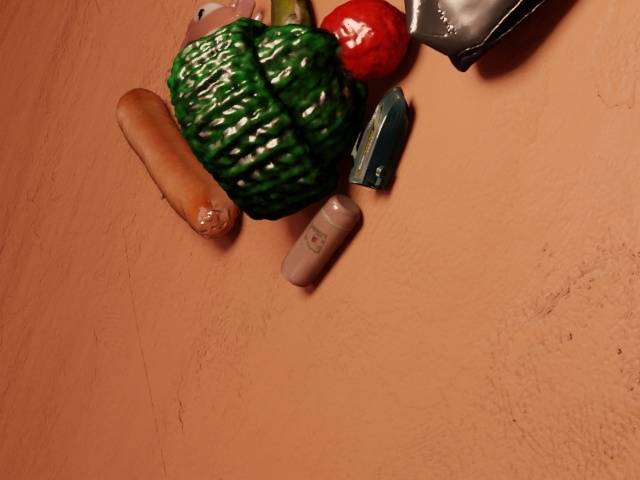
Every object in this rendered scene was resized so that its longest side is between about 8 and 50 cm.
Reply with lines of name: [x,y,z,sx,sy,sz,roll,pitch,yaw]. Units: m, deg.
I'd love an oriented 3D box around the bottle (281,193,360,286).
bottle: [0.000,0.000,1.946,0.140,0.053,0.053,-53,41,26]

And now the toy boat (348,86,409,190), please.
toy boat: [0.082,-0.137,1.883,0.060,0.055,0.141,27,100,47]

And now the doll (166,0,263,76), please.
doll: [-0.159,-0.283,2.226,0.211,0.093,0.262,-48,41,23]

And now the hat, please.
hat: [-0.017,-0.197,1.914,0.332,0.274,0.242,-30,48,12]

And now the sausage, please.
sausage: [-0.232,-0.124,2.272,0.419,0.094,0.094,49,132,49]

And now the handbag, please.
handbag: [0.215,-0.403,1.743,0.288,0.152,0.342,-33,53,28]

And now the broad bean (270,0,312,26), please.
broad bean: [-0.050,-0.356,2.134,0.077,0.061,0.339,-47,43,44]
